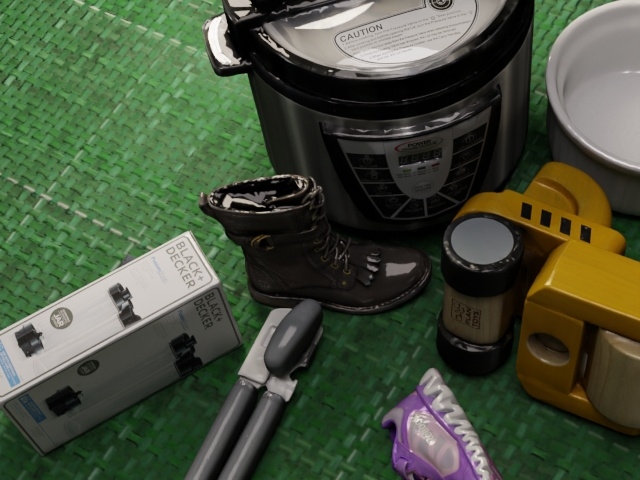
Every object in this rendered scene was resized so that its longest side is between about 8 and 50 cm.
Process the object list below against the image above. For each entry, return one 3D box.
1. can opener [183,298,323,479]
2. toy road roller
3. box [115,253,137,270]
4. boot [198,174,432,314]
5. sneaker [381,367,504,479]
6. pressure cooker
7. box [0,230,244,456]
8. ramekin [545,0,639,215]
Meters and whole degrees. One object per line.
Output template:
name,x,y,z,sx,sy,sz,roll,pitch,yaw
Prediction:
can opener,-0.083,0.192,1.444,0.074,0.093,0.280,20,67,18
toy road roller,0.301,0.048,1.417,0.330,0.202,0.240,23,53,22
box,-0.235,0.062,1.584,0.083,0.018,0.067,23,64,21
boot,0.000,0.000,1.465,0.263,0.229,0.091,-5,57,5
sneaker,0.136,0.250,1.354,0.105,0.095,0.236,-30,35,0
pressure cooker,0.077,-0.248,1.498,0.376,0.420,0.370,25,63,21
box,-0.248,0.126,1.458,0.290,0.169,0.087,-29,59,-11
ramekin,0.422,-0.164,1.555,0.277,0.135,0.277,-1,59,2
